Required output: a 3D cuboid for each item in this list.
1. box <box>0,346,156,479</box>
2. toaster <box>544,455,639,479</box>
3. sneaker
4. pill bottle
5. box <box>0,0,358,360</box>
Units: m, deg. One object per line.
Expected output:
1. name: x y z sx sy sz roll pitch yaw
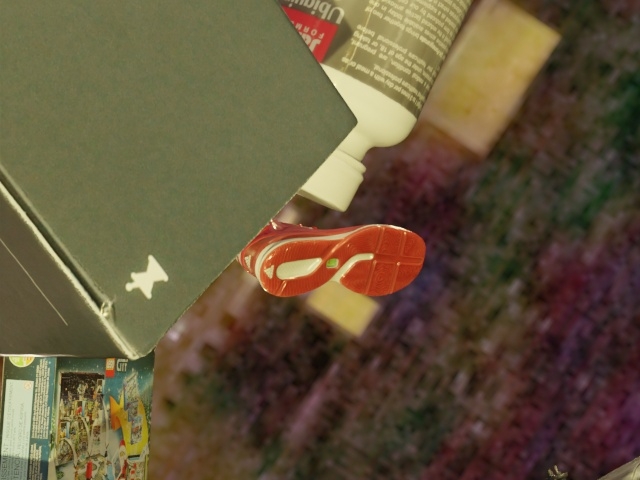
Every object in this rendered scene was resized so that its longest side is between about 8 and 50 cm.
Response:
1. box: -0.193 0.156 1.361 0.233 0.044 0.159 23 -111 -76
2. toaster: 0.292 0.251 1.368 0.129 0.227 0.146 -24 -15 -37
3. sneaker: 0.000 0.000 1.841 0.128 0.221 0.087 36 116 47
4. pill bottle: 0.033 -0.195 1.571 0.176 0.176 0.318 169 126 -86
5. box: -0.229 -0.103 1.021 0.395 0.293 0.212 -3 38 52
